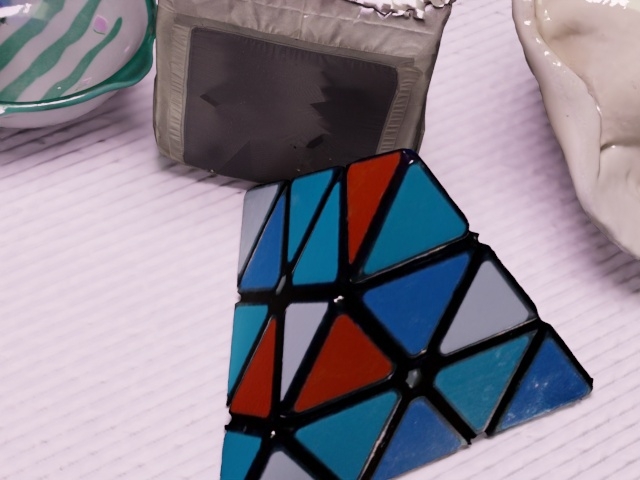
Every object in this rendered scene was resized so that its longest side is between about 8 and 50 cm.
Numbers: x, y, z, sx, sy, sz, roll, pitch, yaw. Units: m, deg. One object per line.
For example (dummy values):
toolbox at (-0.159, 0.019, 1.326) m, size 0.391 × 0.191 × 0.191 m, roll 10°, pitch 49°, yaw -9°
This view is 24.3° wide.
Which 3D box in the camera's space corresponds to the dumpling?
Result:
dumpling at (0.237, -0.098, 1.084) m, size 0.318 × 0.187 × 0.243 m, roll 25°, pitch 74°, yaw -19°

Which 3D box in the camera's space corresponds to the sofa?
sofa at (-0.009, -0.157, 1.048) m, size 0.210 × 0.225 × 0.176 m, roll 10°, pitch 57°, yaw 2°

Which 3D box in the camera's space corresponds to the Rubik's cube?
Rubik's cube at (0.000, 0.000, 0.979) m, size 0.284 × 0.250 × 0.234 m, roll -23°, pitch 41°, yaw -18°

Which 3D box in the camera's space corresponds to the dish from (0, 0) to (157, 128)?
dish at (-0.234, -0.153, 1.100) m, size 0.246 × 0.078 × 0.224 m, roll 28°, pitch 54°, yaw 11°
